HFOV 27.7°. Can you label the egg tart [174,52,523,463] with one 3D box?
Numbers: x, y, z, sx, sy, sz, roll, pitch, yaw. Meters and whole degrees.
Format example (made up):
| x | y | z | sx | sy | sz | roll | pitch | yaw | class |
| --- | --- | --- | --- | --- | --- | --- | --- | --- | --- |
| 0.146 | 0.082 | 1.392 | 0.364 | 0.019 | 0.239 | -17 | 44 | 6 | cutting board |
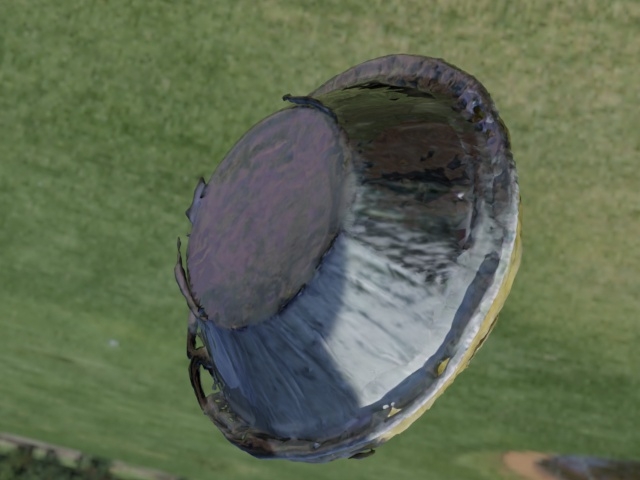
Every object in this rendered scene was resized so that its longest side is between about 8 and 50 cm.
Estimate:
| x | y | z | sx | sy | sz | roll | pitch | yaw | class |
| --- | --- | --- | --- | --- | --- | --- | --- | --- | --- |
| 0.000 | 0.000 | 0.683 | 0.094 | 0.234 | 0.234 | 29 | 159 | -38 | egg tart |
